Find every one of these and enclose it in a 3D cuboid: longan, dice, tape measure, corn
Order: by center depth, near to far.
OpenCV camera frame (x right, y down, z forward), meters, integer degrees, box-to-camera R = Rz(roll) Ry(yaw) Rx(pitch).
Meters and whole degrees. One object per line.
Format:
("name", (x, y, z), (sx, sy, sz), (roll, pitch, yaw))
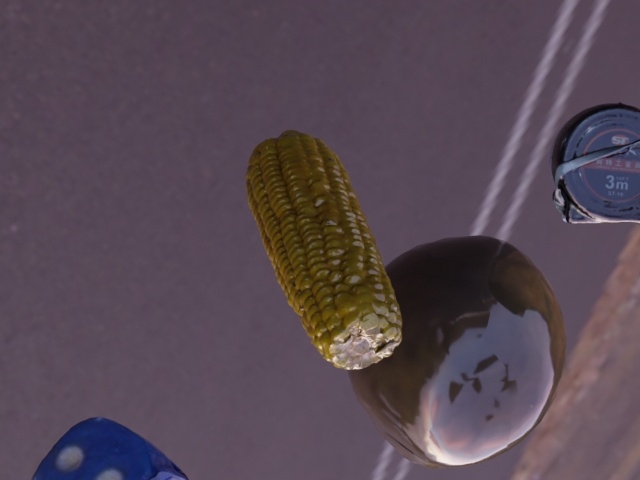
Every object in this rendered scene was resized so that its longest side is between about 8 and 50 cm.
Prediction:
("corn", (0.000, 0.000, 1.738), (0.120, 0.363, 0.120), (-10, 128, -13))
("dice", (-0.238, 0.296, 1.845), (0.143, 0.146, 0.146), (-50, 144, -18))
("tape measure", (0.420, -0.106, 2.316), (0.107, 0.182, 0.181), (-168, -95, -88))
("longan", (0.207, 0.176, 2.503), (0.404, 0.336, 0.405), (-167, -90, -84))
